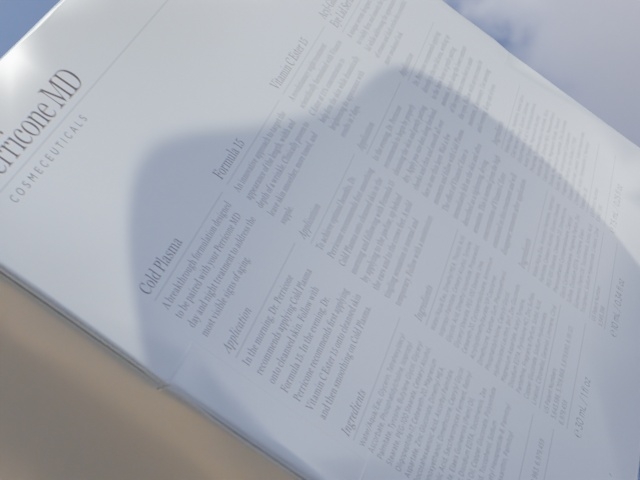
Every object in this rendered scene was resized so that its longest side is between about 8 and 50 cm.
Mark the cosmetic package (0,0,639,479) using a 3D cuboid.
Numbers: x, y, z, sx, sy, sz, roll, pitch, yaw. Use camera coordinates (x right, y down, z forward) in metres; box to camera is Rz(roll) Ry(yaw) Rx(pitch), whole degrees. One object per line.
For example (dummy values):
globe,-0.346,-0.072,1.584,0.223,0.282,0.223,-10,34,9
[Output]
cosmetic package,0.000,0.000,0.664,0.284,0.377,0.097,38,-58,-7
